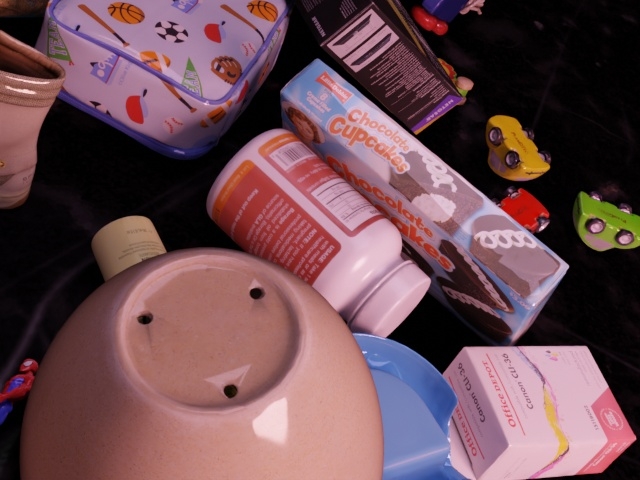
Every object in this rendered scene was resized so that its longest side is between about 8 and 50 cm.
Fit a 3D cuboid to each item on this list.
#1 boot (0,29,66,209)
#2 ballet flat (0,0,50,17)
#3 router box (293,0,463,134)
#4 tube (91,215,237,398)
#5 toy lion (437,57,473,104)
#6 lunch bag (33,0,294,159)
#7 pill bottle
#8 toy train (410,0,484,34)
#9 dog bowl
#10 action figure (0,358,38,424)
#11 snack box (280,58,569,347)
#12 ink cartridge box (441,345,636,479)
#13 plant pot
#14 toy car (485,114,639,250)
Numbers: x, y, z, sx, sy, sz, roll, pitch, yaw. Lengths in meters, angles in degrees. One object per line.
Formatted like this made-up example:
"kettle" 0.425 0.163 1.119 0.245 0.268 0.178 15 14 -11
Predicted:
"boot" -0.344 -0.122 0.972 0.213 0.165 0.077 15 41 -19
"ballet flat" -0.402 -0.279 1.144 0.348 0.123 0.123 -21 61 -43
"router box" 0.032 -0.306 1.373 0.243 0.081 0.309 33 25 -52
"tube" -0.131 0.087 0.970 0.070 0.062 0.240 -28 63 0
"toy lion" 0.147 -0.216 1.476 0.100 0.034 0.096 -21 54 -43
"lunch bag" -0.174 -0.238 1.240 0.243 0.115 0.303 27 40 -1
"pill bottle" 0.000 0.000 1.088 0.216 0.121 0.121 44 42 15
"toy train" 0.157 -0.377 1.581 0.143 0.105 0.248 45 16 7
"dog bowl" 0.073 0.217 0.942 0.166 0.074 0.297 -9 52 -37
"action figure" -0.252 0.133 0.862 0.030 0.038 0.115 43 39 -11
"snack box" 0.094 -0.029 1.126 0.322 0.187 0.060 41 75 14
"ink cartridge box" 0.192 0.166 1.070 0.198 0.067 0.115 2 48 -29
"plant pot" -0.083 0.113 0.803 0.284 0.191 0.284 3 53 -5
"toy car" 0.293 -0.038 1.357 0.225 0.053 0.239 22 41 -9
